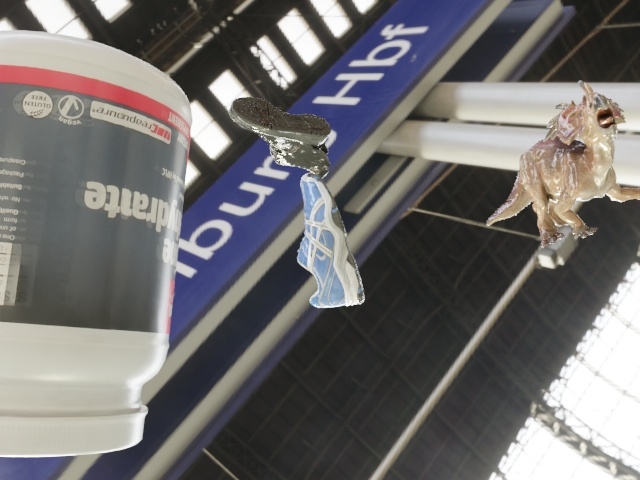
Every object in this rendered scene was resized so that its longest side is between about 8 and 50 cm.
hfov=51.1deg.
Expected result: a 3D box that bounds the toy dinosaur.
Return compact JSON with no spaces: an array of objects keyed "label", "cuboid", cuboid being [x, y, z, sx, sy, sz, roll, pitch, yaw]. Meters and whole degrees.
[{"label":"toy dinosaur","cuboid":[0.353,-0.112,0.979,0.127,0.296,0.200,-29,-86,-29]}]

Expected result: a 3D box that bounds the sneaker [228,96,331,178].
[{"label":"sneaker","cuboid":[-0.053,-0.136,0.909,0.170,0.089,0.051,9,-124,-25]}]

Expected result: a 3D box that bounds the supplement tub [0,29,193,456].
[{"label":"supplement tub","cuboid":[-0.202,0.006,0.497,0.191,0.191,0.272,11,-101,-39]}]

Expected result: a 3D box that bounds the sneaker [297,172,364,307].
[{"label":"sneaker","cuboid":[0.000,0.000,0.992,0.081,0.080,0.211,-17,-103,4]}]
